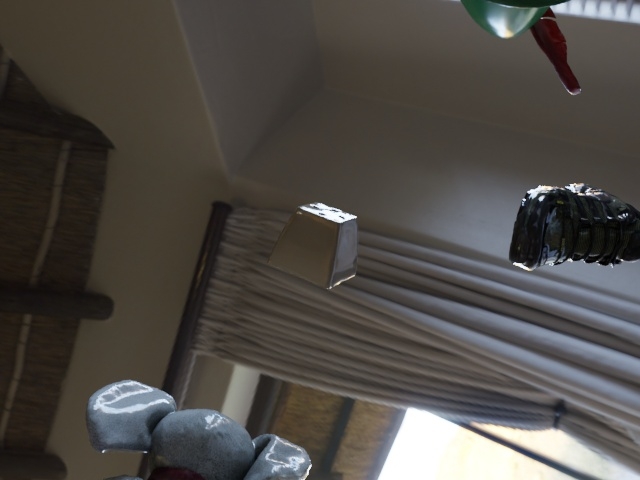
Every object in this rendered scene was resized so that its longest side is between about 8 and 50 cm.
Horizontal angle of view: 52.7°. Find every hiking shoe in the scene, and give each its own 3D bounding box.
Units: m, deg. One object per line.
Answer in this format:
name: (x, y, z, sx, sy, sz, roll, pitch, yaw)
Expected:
hiking shoe: (0.299, -0.014, 0.721, 0.226, 0.114, 0.086, -20, -59, -42)

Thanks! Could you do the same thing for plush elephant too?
plush elephant: (-0.165, 0.298, 0.705, 0.255, 0.271, 0.330, -49, -17, -57)

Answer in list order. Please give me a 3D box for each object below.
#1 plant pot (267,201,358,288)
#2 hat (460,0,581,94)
plant pot: (0.000, 0.000, 0.991, 0.109, 0.109, 0.096, -18, -53, -63)
hat: (0.186, -0.243, 0.697, 0.173, 0.208, 0.183, -36, -19, -19)
